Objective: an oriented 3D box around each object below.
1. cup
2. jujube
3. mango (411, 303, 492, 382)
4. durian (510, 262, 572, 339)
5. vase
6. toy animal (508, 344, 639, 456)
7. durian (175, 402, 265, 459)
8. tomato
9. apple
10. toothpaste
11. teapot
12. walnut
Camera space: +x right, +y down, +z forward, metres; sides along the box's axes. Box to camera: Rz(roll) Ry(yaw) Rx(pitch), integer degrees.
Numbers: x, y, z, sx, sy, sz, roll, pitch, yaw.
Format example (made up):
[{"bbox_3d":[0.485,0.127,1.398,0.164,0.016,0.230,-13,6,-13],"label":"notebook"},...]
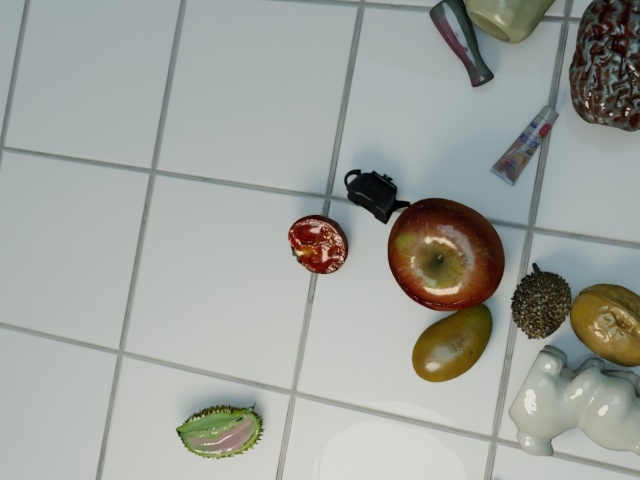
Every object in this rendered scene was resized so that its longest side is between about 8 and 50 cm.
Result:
[{"bbox_3d":[0.417,-0.589,1.760,0.202,0.255,0.173,-53,31,6],"label":"cup"},{"bbox_3d":[0.653,-0.395,1.688,0.226,0.226,0.316,12,92,17],"label":"jujube"},{"bbox_3d":[0.311,0.238,1.814,0.227,0.099,0.136,-43,69,1],"label":"mango"},{"bbox_3d":[0.480,0.128,1.752,0.148,0.091,0.188,-37,37,48],"label":"durian"},{"bbox_3d":[0.342,-0.470,1.858,0.086,0.086,0.214,-26,84,13],"label":"vase"},{"bbox_3d":[0.597,0.383,1.670,0.368,0.196,0.241,16,98,19],"label":"toy animal"},{"bbox_3d":[-0.239,0.470,1.964,0.221,0.095,0.137,-16,118,13],"label":"durian"},{"bbox_3d":[0.000,0.000,1.924,0.139,0.091,0.159,-21,108,24],"label":"tomato"},{"bbox_3d":[0.286,0.033,1.778,0.272,0.206,0.251,17,102,20],"label":"apple"},{"bbox_3d":[0.480,-0.225,1.821,0.067,0.043,0.194,37,103,12],"label":"toothpaste"},{"bbox_3d":[0.138,-0.119,1.894,0.177,0.087,0.096,35,78,15],"label":"teapot"},{"bbox_3d":[0.643,0.182,1.687,0.207,0.159,0.159,40,98,20],"label":"walnut"}]
